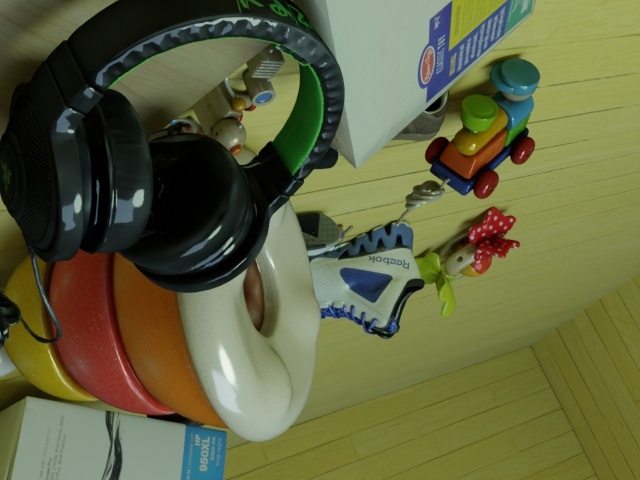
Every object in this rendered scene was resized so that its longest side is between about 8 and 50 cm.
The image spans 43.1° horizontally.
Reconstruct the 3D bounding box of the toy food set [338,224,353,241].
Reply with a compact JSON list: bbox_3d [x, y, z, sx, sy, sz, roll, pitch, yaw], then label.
[{"bbox_3d":[0.000,0.000,1.365,0.122,0.019,0.078,-4,153,-42],"label":"toy food set"}]

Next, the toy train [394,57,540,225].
[{"bbox_3d":[0.191,-0.126,1.055,0.248,0.105,0.143,-40,156,-27],"label":"toy train"}]

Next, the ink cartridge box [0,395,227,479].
[{"bbox_3d":[-0.417,0.425,1.520,0.395,0.166,0.285,19,151,-30],"label":"ink cartridge box"}]

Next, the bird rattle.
[{"bbox_3d":[0.311,0.027,1.699,0.253,0.143,0.207,-46,164,21],"label":"bird rattle"}]

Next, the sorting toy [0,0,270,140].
[{"bbox_3d":[-0.194,-0.171,0.618,0.255,0.089,0.257,-33,158,23],"label":"sorting toy"}]

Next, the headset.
[{"bbox_3d":[-0.164,-0.056,0.658,0.394,0.185,0.243,-43,148,18],"label":"headset"}]

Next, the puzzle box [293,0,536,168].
[{"bbox_3d":[0.096,-0.242,0.688,0.272,0.052,0.409,-42,162,-9],"label":"puzzle box"}]

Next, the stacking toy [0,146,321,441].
[{"bbox_3d":[-0.266,0.088,1.010,0.480,0.350,0.350,-10,164,17],"label":"stacking toy"}]

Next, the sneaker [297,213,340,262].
[{"bbox_3d":[-0.096,0.032,1.246,0.226,0.086,0.163,-3,151,-42],"label":"sneaker"}]

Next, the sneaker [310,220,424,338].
[{"bbox_3d":[0.051,0.104,1.449,0.315,0.182,0.127,-24,159,0],"label":"sneaker"}]

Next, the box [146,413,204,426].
[{"bbox_3d":[-0.263,0.272,1.597,0.191,0.143,0.381,-18,158,-13],"label":"box"}]

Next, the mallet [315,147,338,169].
[{"bbox_3d":[-0.061,-0.079,1.085,0.190,0.039,0.062,-32,159,33],"label":"mallet"}]

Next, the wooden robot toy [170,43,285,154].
[{"bbox_3d":[-0.089,-0.128,0.856,0.173,0.079,0.076,-35,157,31],"label":"wooden robot toy"}]

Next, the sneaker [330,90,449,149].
[{"bbox_3d":[0.082,-0.160,1.013,0.188,0.066,0.071,-15,142,-36],"label":"sneaker"}]
